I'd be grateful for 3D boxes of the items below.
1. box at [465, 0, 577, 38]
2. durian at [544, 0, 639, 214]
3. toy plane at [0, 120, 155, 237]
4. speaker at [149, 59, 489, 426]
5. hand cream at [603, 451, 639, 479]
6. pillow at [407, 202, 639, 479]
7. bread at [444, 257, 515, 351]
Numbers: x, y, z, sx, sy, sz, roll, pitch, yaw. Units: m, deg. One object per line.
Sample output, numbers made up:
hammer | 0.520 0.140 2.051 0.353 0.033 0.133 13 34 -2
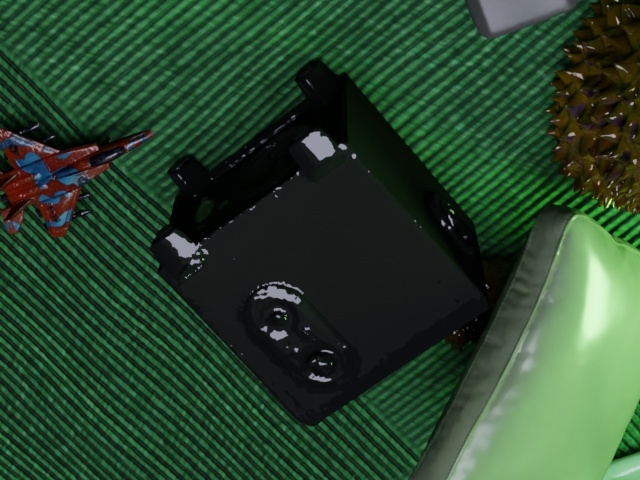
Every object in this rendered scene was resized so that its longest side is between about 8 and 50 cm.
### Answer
box | 0.154 -0.312 1.577 0.103 0.055 0.244 -19 115 10
durian | 0.304 -0.132 1.617 0.153 0.186 0.261 3 103 -8
toy plane | -0.247 -0.074 1.696 0.189 0.061 0.130 -24 113 7
speaker | 0.000 0.000 1.663 0.232 0.184 0.254 -35 113 16
hand cream | 0.312 0.289 1.877 0.320 0.067 0.109 -16 114 3
pillow | 0.226 0.140 1.682 0.255 0.119 0.322 23 93 -49
bread | 0.163 0.063 1.760 0.113 0.060 0.082 -31 115 16
